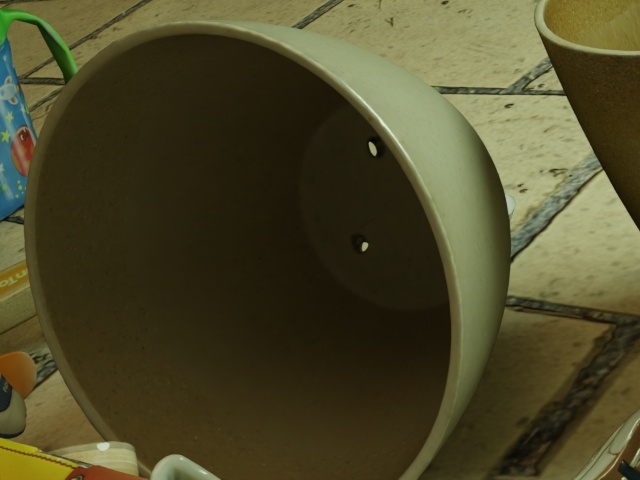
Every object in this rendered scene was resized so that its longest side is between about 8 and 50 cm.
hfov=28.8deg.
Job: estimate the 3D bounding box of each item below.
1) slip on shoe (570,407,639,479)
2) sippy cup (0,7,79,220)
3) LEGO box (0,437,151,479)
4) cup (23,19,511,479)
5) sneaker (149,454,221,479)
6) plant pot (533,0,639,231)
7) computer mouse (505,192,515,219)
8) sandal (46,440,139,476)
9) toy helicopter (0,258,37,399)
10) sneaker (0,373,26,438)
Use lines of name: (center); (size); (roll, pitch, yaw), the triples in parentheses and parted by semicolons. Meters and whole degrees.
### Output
slip on shoe: (0.165, 0.148, 0.720); (0.135, 0.051, 0.041); (-48, -4, -28)
sippy cup: (-0.445, -0.134, 1.494); (0.305, 0.224, 0.240); (-15, 26, 12)
LEGO box: (-0.300, 0.306, 0.552); (0.500, 0.193, 0.372); (-40, 24, -32)
cup: (0.000, 0.000, 0.856); (0.331, 0.331, 0.237); (-2, 15, 35)
sneaker: (-0.024, 0.202, 0.694); (0.090, 0.095, 0.235); (-32, 33, -29)
plant pot: (0.282, -0.058, 0.774); (0.237, 0.254, 0.237); (-18, 27, 9)
computer mouse: (0.076, 0.017, 1.030); (0.193, 0.042, 0.106); (-23, 21, 11)
sandal: (-0.143, 0.191, 0.761); (0.088, 0.240, 0.079); (-6, 68, -13)
toy helicopter: (-0.319, 0.080, 1.101); (0.355, 0.140, 0.235); (-28, 32, -13)
sneaker: (-0.337, 0.204, 0.911); (0.296, 0.131, 0.112); (-52, 9, -9)
